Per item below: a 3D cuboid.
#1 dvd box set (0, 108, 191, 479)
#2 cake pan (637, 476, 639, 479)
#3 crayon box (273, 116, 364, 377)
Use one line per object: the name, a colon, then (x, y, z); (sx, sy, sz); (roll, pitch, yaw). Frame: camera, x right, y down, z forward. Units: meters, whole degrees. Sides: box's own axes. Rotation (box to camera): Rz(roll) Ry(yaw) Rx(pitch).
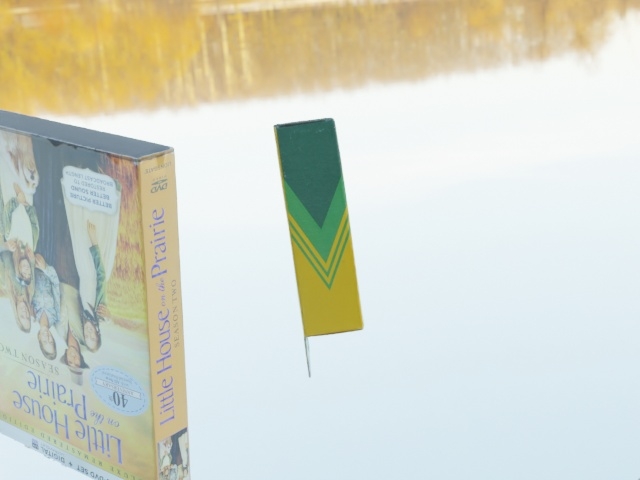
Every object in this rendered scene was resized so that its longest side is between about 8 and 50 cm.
dvd box set: (-0.287, 0.074, 1.306); (0.307, 0.420, 0.062); (16, -155, 35)
cake pan: (0.338, 0.217, 0.970); (0.293, 0.293, 0.054); (-17, -130, -41)
crayon box: (0.000, 0.000, 1.490); (0.083, 0.323, 0.203); (-7, -173, -1)
